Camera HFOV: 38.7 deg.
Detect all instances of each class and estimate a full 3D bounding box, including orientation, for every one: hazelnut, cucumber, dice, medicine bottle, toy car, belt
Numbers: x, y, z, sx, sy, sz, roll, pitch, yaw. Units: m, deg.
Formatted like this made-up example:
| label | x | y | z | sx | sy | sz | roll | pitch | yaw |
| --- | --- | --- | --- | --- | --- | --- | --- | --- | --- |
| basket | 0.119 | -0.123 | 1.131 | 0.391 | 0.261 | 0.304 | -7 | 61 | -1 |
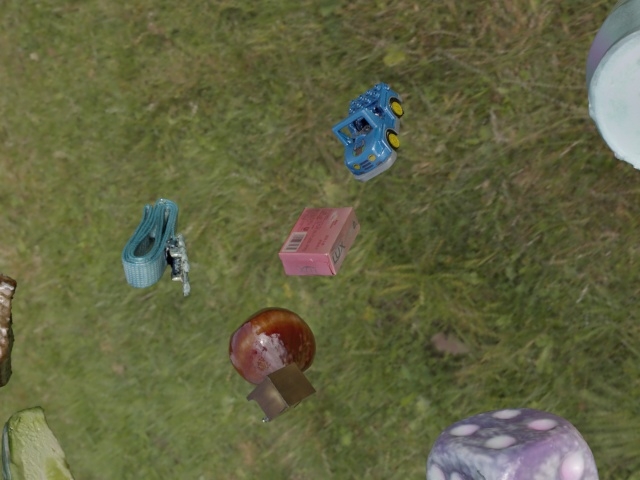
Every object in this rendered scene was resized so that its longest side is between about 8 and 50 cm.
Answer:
| label | x | y | z | sx | sy | sz | roll | pitch | yaw |
| --- | --- | --- | --- | --- | --- | --- | --- | --- | --- |
| hazelnut | -0.101 | 0.238 | 2.053 | 0.178 | 0.204 | 0.178 | -2 | 87 | 41 |
| cucumber | -0.440 | 0.420 | 1.449 | 0.105 | 0.145 | 0.325 | -48 | 58 | 26 |
| dice | 0.402 | 0.520 | 1.916 | 0.270 | 0.271 | 0.270 | 2 | 105 | 62 |
| medicine bottle | 0.485 | -0.228 | 1.233 | 0.245 | 0.290 | 0.245 | 10 | 117 | 20 |
| toy car | 0.084 | -0.207 | 1.654 | 0.100 | 0.191 | 0.097 | 34 | 136 | -30 |
| belt | -0.227 | 0.002 | 1.328 | 0.100 | 0.179 | 0.065 | 3 | 126 | 0 |

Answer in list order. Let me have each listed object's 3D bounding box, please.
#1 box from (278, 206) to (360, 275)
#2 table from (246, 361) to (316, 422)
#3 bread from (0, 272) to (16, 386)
| label | x | y | z | sx | sy | sz | roll | pitch | yaw |
| --- | --- | --- | --- | --- | --- | --- | --- | --- | --- |
| box | 0.000 | 0.000 | 1.716 | 0.111 | 0.156 | 0.060 | -1 | 130 | 29 |
| table | -0.075 | 0.283 | 1.670 | 0.070 | 0.083 | 0.082 | 53 | 126 | 13 |
| bread | -0.433 | 0.110 | 1.034 | 0.416 | 0.165 | 0.113 | 148 | 125 | -68 |
